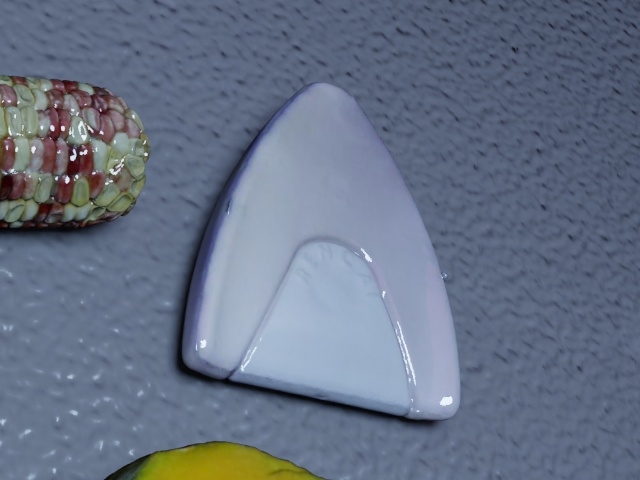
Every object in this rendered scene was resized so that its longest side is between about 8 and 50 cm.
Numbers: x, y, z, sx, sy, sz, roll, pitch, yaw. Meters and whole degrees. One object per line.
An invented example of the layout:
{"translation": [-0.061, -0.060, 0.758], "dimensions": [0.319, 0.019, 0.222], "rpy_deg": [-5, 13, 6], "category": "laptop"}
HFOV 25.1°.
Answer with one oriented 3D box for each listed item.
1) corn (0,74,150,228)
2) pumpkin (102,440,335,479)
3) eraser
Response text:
{"translation": [-0.242, -0.054, 0.855], "dimensions": [0.290, 0.098, 0.098], "rpy_deg": [-2, 62, -32], "category": "corn"}
{"translation": [-0.018, 0.216, 0.788], "dimensions": [0.317, 0.139, 0.221], "rpy_deg": [18, 41, -21], "category": "pumpkin"}
{"translation": [0.000, 0.001, 1.007], "dimensions": [0.204, 0.059, 0.243], "rpy_deg": [16, 57, -26], "category": "eraser"}
